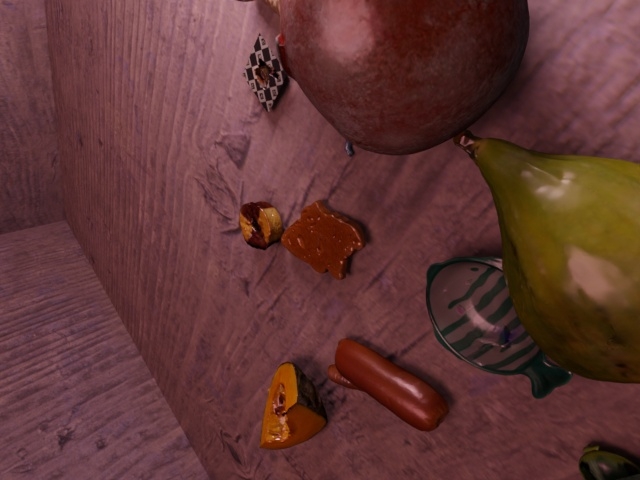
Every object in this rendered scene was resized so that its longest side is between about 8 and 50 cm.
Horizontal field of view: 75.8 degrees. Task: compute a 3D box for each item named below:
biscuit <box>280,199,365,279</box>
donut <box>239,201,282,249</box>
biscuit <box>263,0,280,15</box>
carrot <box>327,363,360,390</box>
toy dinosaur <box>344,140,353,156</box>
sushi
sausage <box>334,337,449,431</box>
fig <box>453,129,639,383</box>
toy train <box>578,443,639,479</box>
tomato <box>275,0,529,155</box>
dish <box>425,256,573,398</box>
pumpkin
[{"bbox_3d":[0.000,0.000,0.940,0.280,0.043,0.183,-4,100,53],"label":"biscuit"},{"bbox_3d":[-0.157,-0.040,1.082,0.140,0.059,0.140,23,123,41],"label":"donut"},{"bbox_3d":[-0.084,-0.480,0.812,0.219,0.055,0.061,50,147,21],"label":"biscuit"},{"bbox_3d":[0.101,0.340,0.980,0.216,0.048,0.048,6,110,42],"label":"carrot"},{"bbox_3d":[0.053,-0.250,0.768,0.080,0.045,0.197,23,132,44],"label":"toy dinosaur"},{"bbox_3d":[-0.118,-0.372,0.920,0.120,0.026,0.126,57,143,9],"label":"sushi"},{"bbox_3d":[0.135,0.303,0.889,0.300,0.083,0.089,20,125,43],"label":"sausage"},{"bbox_3d":[0.279,0.019,0.447,0.314,0.233,0.233,26,138,-13],"label":"fig"},{"bbox_3d":[0.454,0.369,0.518,0.188,0.159,0.271,43,135,13],"label":"toy train"},{"bbox_3d":[0.095,-0.265,0.514,0.283,0.317,0.316,-17,94,34],"label":"tomato"},{"bbox_3d":[0.280,0.116,0.646,0.246,0.078,0.224,48,139,25],"label":"dish"},{"bbox_3d":[-0.068,0.464,1.183,0.312,0.148,0.169,-57,25,35],"label":"pumpkin"}]
